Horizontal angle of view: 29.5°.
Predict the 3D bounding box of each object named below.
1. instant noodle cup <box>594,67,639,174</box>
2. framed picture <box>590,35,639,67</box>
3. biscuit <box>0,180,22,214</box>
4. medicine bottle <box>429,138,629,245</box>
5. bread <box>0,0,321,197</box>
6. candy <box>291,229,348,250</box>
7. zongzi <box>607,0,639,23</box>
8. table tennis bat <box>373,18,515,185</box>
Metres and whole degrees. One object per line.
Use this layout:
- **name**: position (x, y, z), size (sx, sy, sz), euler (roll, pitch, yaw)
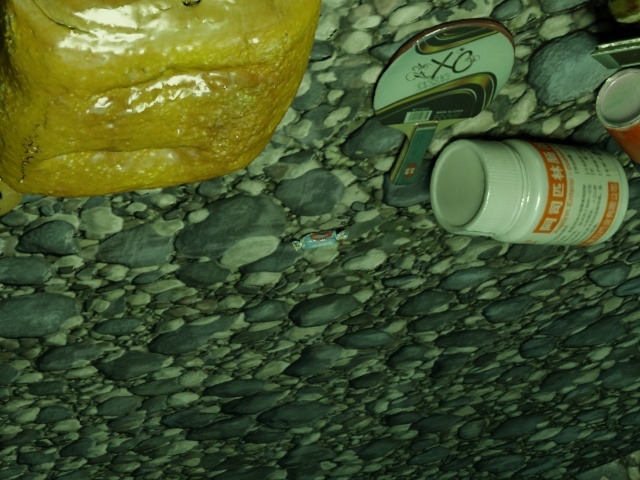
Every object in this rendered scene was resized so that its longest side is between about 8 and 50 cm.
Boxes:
- **instant noodle cup**: position (0.430, -0.158, 1.584), size (0.127, 0.127, 0.135), euler (-34, 138, 27)
- **framed picture**: position (0.431, -0.229, 1.375), size (0.232, 0.019, 0.296), euler (-8, -178, 17)
- **biscuit**: position (-0.459, -0.042, 1.374), size (0.240, 0.035, 0.158), euler (-6, 152, -19)
- **medicine bottle**: position (0.280, -0.065, 1.632), size (0.252, 0.144, 0.144), euler (2, 146, -29)
- **bread**: position (-0.160, -0.166, 1.202), size (0.328, 0.148, 0.337), euler (-4, 149, -24)
- **candy**: position (0.000, 0.000, 1.713), size (0.083, 0.020, 0.030), euler (-11, 150, -9)
- **zongzi**: position (0.454, -0.309, 1.233), size (0.286, 0.134, 0.288), euler (-10, 177, -13)
- **table tennis bat**: position (0.137, -0.166, 1.500), size (0.173, 0.022, 0.301), euler (-6, 147, -19)
